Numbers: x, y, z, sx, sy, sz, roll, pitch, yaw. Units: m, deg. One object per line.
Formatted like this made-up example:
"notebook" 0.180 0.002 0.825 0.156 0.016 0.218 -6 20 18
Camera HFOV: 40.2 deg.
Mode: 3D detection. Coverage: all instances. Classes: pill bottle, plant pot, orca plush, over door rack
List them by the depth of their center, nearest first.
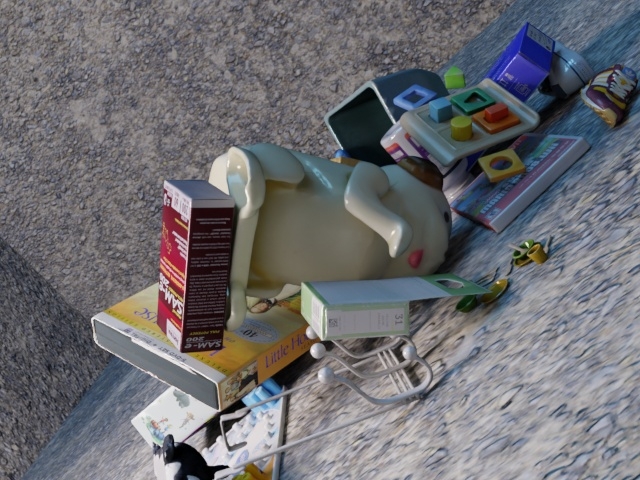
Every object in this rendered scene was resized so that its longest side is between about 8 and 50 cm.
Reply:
"over door rack" -0.017 0.212 1.214 0.324 0.108 0.239 -32 9 1
"orca plush" -0.183 0.359 1.279 0.102 0.151 0.287 -1 -14 -16
"pill bottle" 0.217 -0.156 1.700 0.108 0.193 0.108 -41 10 9
"plant pot" 0.211 -0.293 2.216 0.252 0.248 0.247 -30 1 -32

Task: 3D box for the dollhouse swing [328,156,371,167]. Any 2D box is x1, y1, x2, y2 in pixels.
"dollhouse swing" 0.000 0.000 1.955 0.346 0.305 0.315 -17 54 37

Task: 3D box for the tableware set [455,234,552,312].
"tableware set" 0.252 0.045 1.219 0.154 0.024 0.104 -36 13 38

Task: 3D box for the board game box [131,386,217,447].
"board game box" -0.186 0.265 1.680 0.303 0.097 0.224 -42 -6 13

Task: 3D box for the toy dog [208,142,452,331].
"toy dog" 0.026 -0.019 1.463 0.395 0.407 0.285 -132 47 -65

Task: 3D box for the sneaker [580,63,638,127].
"sneaker" 0.472 -0.245 1.414 0.084 0.069 0.185 -45 9 23

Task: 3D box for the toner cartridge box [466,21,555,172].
"toner cartridge box" 0.332 -0.257 1.761 0.348 0.075 0.165 -54 4 38

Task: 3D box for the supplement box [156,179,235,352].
"supplement box" -0.194 0.037 1.336 0.073 0.240 0.130 -3 17 -28

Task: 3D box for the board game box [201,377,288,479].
"board game box" -0.218 0.424 1.441 0.390 0.050 0.390 -42 10 9

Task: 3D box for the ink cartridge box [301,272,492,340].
"ink cartridge box" 0.100 0.089 1.224 0.235 0.056 0.171 -1 7 -11

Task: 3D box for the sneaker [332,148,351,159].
"sneaker" 0.095 -0.141 2.188 0.069 0.209 0.082 -2 -21 -46

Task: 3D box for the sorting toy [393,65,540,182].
"sorting toy" 0.263 -0.223 1.561 0.196 0.047 0.348 -26 42 -11

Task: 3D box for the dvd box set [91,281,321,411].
"dvd box set" -0.137 0.117 1.530 0.307 0.062 0.420 20 34 35

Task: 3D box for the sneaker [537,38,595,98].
"sneaker" 0.469 -0.345 1.773 0.091 0.094 0.258 -37 12 11

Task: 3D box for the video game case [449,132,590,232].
"video game case" 0.336 -0.108 1.522 0.204 0.025 0.285 -44 9 2
